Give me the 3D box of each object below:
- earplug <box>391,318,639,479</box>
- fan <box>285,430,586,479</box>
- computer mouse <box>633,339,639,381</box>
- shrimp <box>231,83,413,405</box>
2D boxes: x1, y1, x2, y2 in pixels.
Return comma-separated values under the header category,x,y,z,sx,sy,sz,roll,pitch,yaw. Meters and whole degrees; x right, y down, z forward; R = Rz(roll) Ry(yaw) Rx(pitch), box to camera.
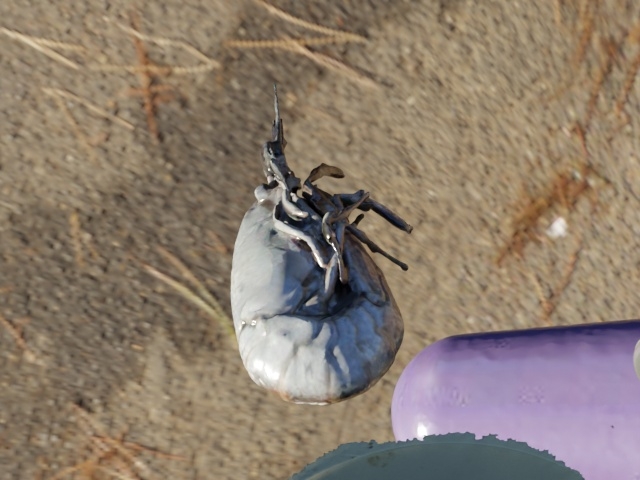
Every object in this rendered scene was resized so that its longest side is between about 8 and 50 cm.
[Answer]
category,x,y,z,sx,sy,sz,roll,pitch,yaw
earplug,0.295,0.177,1.599,0.455,0.215,0.215,-3,78,21
fan,0.013,0.223,0.730,0.233,0.012,0.415,8,37,28
computer mouse,0.331,0.130,1.230,0.120,0.232,0.057,1,66,34
shrimp,-0.007,-0.002,1.267,0.145,0.116,0.343,-24,42,13
